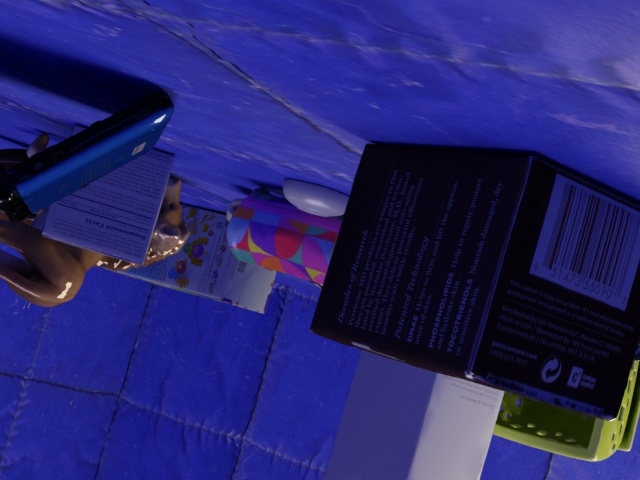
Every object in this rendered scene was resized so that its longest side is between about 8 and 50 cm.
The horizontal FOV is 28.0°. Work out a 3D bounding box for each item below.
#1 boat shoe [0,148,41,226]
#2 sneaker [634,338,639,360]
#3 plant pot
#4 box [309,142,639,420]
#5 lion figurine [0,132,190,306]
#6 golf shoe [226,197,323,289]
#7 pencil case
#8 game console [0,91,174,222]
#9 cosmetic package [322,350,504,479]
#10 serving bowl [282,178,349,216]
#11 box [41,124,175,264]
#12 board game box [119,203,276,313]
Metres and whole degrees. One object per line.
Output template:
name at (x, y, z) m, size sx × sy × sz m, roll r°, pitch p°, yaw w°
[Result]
boat shoe at (-0.383, -0.071, 1.978) m, size 0.324 × 0.122 × 0.120 m, roll 10°, pitch 175°, yaw -37°
sneaker at (0.384, 0.108, 1.750) m, size 0.190 × 0.071 × 0.083 m, roll 23°, pitch -176°, yaw 20°
plant pot at (0.427, 0.239, 2.166) m, size 0.227 × 0.228 × 0.207 m, roll 12°, pitch 179°, yaw 37°
box at (0.132, 0.030, 1.019) m, size 0.168 × 0.167 × 0.203 m, roll 19°, pitch 174°, yaw -35°
lion figurine at (-0.331, 0.000, 1.658) m, size 0.240 × 0.142 × 0.392 m, roll 43°, pitch -144°, yaw -5°
golf shoe at (0.000, 0.012, 1.679) m, size 0.273 × 0.105 × 0.120 m, roll 14°, pitch 168°, yaw 15°
pencil case at (0.000, 0.000, 1.536) m, size 0.236 × 0.104 × 0.104 m, roll 12°, pitch 173°, yaw 34°
game console at (-0.291, -0.117, 1.191) m, size 0.173 × 0.250 × 0.293 m, roll 61°, pitch 170°, yaw -4°
cosmetic package at (0.167, 0.244, 2.055) m, size 0.156 × 0.385 × 0.217 m, roll 19°, pitch 175°, yaw -32°
serving bowl at (-0.006, -0.045, 1.459) m, size 0.083 × 0.027 × 0.083 m, roll 17°, pitch 175°, yaw 2°
box at (-0.255, -0.053, 1.537) m, size 0.126 × 0.137 × 0.072 m, roll 17°, pitch 174°, yaw -12°
board game box at (-0.223, 0.019, 2.223) m, size 0.275 × 0.144 × 0.142 m, roll 14°, pitch 175°, yaw 32°
